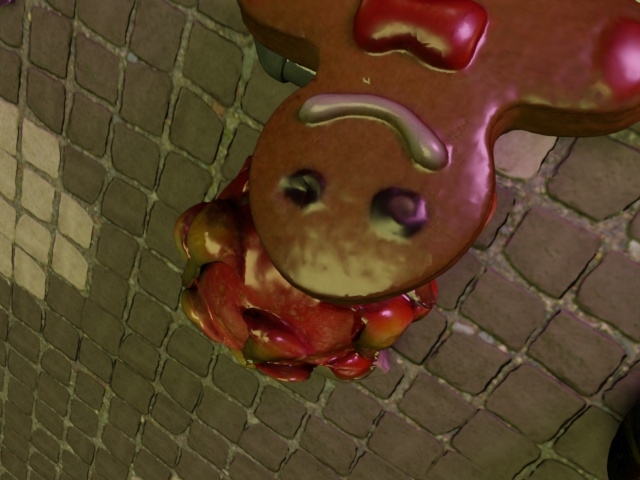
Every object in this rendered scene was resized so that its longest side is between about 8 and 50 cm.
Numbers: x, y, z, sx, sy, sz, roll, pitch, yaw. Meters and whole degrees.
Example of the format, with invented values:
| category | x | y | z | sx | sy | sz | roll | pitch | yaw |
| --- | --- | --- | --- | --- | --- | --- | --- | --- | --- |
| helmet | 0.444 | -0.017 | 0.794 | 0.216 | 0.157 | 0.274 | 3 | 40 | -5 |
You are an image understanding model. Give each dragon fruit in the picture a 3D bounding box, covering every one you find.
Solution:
| category | x | y | z | sx | sy | sz | roll | pitch | yaw |
| --- | --- | --- | --- | --- | --- | --- | --- | --- | --- |
| dragon fruit | 0.006 | 0.007 | 0.501 | 0.307 | 0.243 | 0.228 | -11 | 66 | 17 |

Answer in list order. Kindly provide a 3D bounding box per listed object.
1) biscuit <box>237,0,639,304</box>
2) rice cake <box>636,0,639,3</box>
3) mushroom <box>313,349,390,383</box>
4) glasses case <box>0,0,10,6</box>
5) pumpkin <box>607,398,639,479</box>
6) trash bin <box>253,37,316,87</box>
| category | x | y | z | sx | sy | sz | roll | pitch | yaw |
| --- | --- | --- | --- | --- | --- | --- | --- | --- | --- |
| biscuit | 0.079 | -0.165 | 0.338 | 0.283 | 0.064 | 0.432 | 23 | 84 | 16 |
| rice cake | 0.280 | -0.186 | 0.397 | 0.189 | 0.037 | 0.198 | 18 | 118 | 20 |
| mushroom | -0.013 | 0.100 | 0.641 | 0.212 | 0.097 | 0.088 | 29 | 135 | 14 |
| glasses case | -0.490 | -0.367 | 0.720 | 0.190 | 0.042 | 0.072 | 22 | 113 | 18 |
| pumpkin | 0.373 | 0.226 | 0.456 | 0.238 | 0.159 | 0.238 | 12 | 121 | 21 |
| trash bin | 0.054 | -0.198 | 0.476 | 0.236 | 0.101 | 0.177 | 31 | 121 | 11 |
